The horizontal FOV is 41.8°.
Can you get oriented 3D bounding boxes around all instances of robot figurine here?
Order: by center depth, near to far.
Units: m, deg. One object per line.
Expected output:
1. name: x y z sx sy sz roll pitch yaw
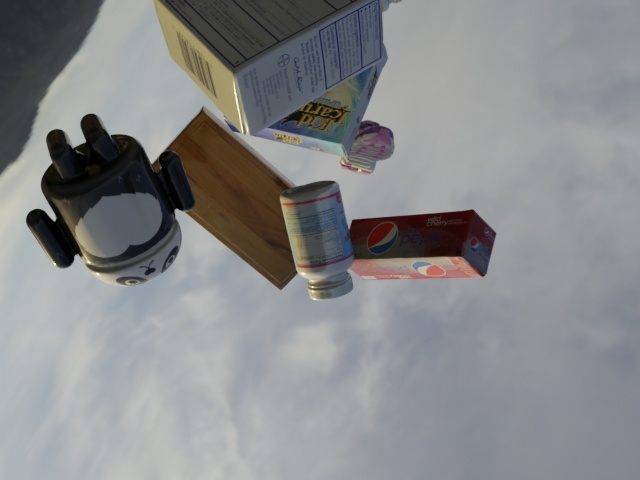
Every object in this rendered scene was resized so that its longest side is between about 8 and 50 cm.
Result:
1. robot figurine: -0.329 -0.056 1.327 0.209 0.278 0.173 -4 -144 23

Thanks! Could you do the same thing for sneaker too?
1. sneaker: 0.104 -0.223 1.854 0.236 0.095 0.104 144 -39 -75

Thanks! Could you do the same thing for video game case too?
1. video game case: -0.030 -0.313 1.713 0.270 0.061 0.244 15 -108 20

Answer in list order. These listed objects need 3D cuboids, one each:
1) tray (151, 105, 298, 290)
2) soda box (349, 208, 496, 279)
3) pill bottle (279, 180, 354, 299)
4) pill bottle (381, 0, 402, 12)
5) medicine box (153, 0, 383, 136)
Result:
1. tray: -0.175 -0.089 1.900 0.203 0.411 0.076 -46 -161 12
2. soda box: 0.166 0.011 1.462 0.263 0.083 0.092 -3 -120 41
3. pill bottle: 0.000 0.000 1.205 0.087 0.160 0.087 -12 -167 3
4. pill bottle: 0.094 -0.462 1.604 0.116 0.065 0.065 -16 -146 7
5. medicine box: -0.085 -0.360 1.417 0.289 0.149 0.263 -32 -123 -17
